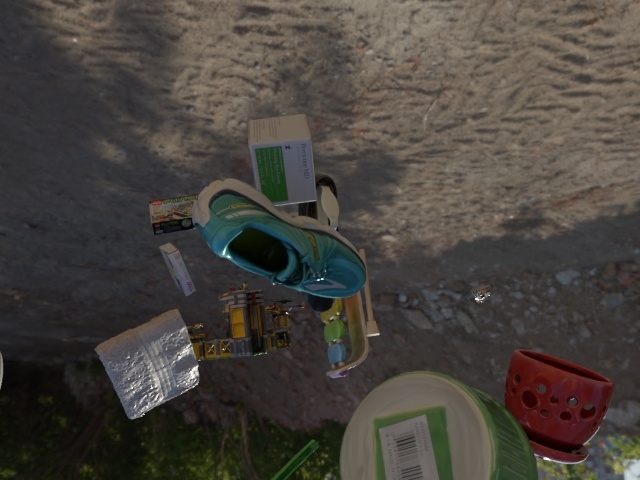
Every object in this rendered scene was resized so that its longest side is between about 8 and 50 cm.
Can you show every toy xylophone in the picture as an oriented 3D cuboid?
[{"bbox_3d":[0.046,0.137,1.211,0.081,0.323,0.236,-5,157,-14],"label":"toy xylophone"}]

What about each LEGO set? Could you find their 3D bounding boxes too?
[{"bbox_3d":[-0.220,0.209,1.464,0.255,0.192,0.331,-11,171,32],"label":"LEGO set"}]

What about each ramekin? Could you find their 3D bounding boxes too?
[{"bbox_3d":[0.178,0.363,0.879,0.303,0.303,0.148,-11,144,34],"label":"ramekin"}]

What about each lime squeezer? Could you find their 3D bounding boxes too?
[{"bbox_3d":[-0.103,0.393,0.734,0.059,0.310,0.110,43,124,-2],"label":"lime squeezer"}]

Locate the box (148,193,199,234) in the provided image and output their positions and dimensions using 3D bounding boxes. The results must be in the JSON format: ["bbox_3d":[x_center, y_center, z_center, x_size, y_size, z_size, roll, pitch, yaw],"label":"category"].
[{"bbox_3d":[-0.315,-0.072,1.344,0.207,0.114,0.036,-10,125,-16],"label":"box"}]

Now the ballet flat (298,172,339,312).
[{"bbox_3d":[0.000,0.000,1.065,0.095,0.281,0.096,-2,172,-27],"label":"ballet flat"}]

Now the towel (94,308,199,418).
[{"bbox_3d":[-0.376,0.285,1.217,0.187,0.049,0.282,-26,140,-23],"label":"towel"}]

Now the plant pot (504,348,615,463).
[{"bbox_3d":[0.455,0.325,1.066,0.191,0.174,0.191,14,-177,-1],"label":"plant pot"}]

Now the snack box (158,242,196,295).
[{"bbox_3d":[-0.419,0.083,1.585,0.037,0.141,0.100,-27,-156,-22],"label":"snack box"}]

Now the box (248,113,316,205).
[{"bbox_3d":[-0.055,-0.117,0.788,0.087,0.102,0.101,-8,123,-3],"label":"box"}]

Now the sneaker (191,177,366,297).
[{"bbox_3d":[-0.042,0.025,0.690,0.275,0.110,0.107,25,110,-38],"label":"sneaker"}]

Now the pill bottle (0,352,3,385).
[{"bbox_3d":[-0.927,0.320,1.240,0.323,0.182,0.181,16,157,-40],"label":"pill bottle"}]

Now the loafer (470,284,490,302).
[{"bbox_3d":[0.382,0.128,1.280,0.045,0.039,0.125,-18,172,9],"label":"loafer"}]
